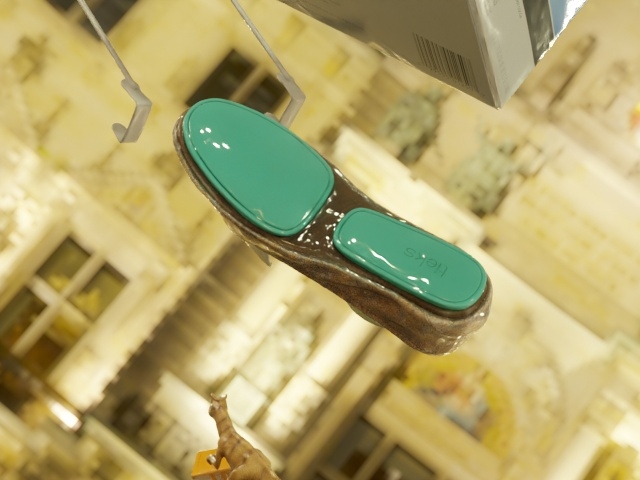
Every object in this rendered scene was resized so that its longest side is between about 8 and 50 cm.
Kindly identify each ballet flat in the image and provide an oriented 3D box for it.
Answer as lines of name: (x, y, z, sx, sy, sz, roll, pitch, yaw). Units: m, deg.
ballet flat: (0.000, 0.000, 1.629, 0.316, 0.107, 0.106, 36, -30, 16)

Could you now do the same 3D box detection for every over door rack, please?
over door rack: (-0.161, -0.272, 2.129, 0.108, 0.239, 0.324, -44, -118, 43)

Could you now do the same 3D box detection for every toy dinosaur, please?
toy dinosaur: (-0.064, 0.232, 1.891, 0.211, 0.064, 0.112, 39, -59, 36)

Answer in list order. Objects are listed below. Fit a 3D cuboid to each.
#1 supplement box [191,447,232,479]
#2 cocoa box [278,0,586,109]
supplement box: (-0.087, 0.264, 2.045, 0.062, 0.036, 0.098, -13, -51, 24)
cocoa box: (0.096, -0.342, 1.975, 0.347, 0.228, 0.231, 29, -20, 29)
